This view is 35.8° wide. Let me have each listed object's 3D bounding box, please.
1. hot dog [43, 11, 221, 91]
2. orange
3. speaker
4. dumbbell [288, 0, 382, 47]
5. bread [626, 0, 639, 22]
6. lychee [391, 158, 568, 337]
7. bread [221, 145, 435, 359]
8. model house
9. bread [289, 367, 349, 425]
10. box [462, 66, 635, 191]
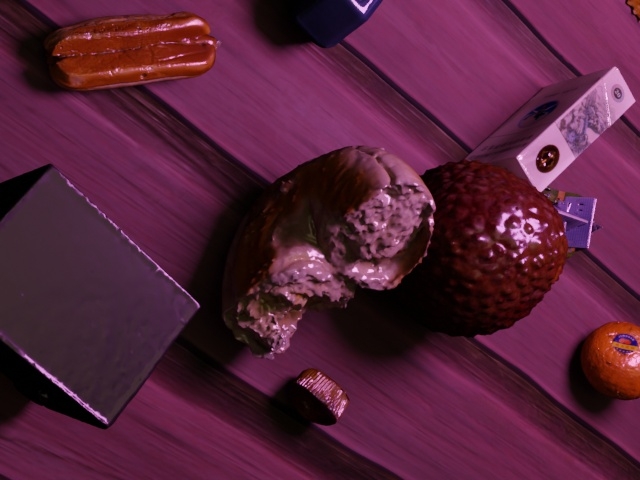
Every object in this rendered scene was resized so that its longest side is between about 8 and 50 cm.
[{"bbox_3d":[-0.232,-0.240,1.259,0.236,0.062,0.092,-10,93,-28],"label":"hot dog"},{"bbox_3d":[0.499,0.202,1.643,0.135,0.136,0.117,-47,144,-24],"label":"orange"},{"bbox_3d":[-0.308,0.064,1.091,0.232,0.254,0.184,46,66,-21],"label":"speaker"},{"bbox_3d":[-0.053,-0.414,1.326,0.325,0.160,0.144,43,37,-22],"label":"dumbbell"},{"bbox_3d":[0.647,-0.486,1.756,0.229,0.140,0.143,-41,116,-24],"label":"bread"},{"bbox_3d":[0.213,0.012,1.398,0.261,0.261,0.260,1,87,-31],"label":"lychee"},{"bbox_3d":[-0.004,0.000,1.312,0.314,0.192,0.171,-43,134,8],"label":"bread"},{"bbox_3d":[0.392,-0.041,1.607,0.167,0.088,0.117,19,79,-29],"label":"model house"},{"bbox_3d":[-0.006,0.219,1.365,0.085,0.085,0.053,51,59,-19],"label":"bread"},{"bbox_3d":[0.344,-0.161,1.539,0.256,0.164,0.069,-41,106,-25],"label":"box"}]
